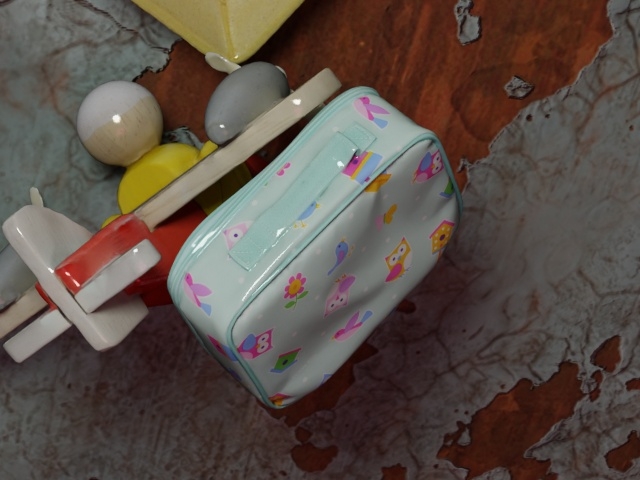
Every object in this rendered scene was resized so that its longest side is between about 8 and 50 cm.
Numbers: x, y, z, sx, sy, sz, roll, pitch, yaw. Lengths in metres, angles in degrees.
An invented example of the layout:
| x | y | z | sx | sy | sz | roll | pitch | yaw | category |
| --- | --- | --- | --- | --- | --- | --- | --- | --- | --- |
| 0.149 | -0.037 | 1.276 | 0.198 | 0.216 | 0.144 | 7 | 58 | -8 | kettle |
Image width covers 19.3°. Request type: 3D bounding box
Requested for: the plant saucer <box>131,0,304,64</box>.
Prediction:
| x | y | z | sx | sy | sz | roll | pitch | yaw | category |
| --- | --- | --- | --- | --- | --- | --- | --- | --- | --- |
| -0.096 | -0.371 | 1.714 | 0.333 | 0.081 | 0.333 | 34 | 109 | -32 | plant saucer |

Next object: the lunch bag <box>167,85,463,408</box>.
| x | y | z | sx | sy | sz | roll | pitch | yaw | category |
| --- | --- | --- | --- | --- | --- | --- | --- | --- | --- |
| 0.000 | 0.000 | 1.681 | 0.279 | 0.108 | 0.224 | -46 | 149 | -10 | lunch bag |

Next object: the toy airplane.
| x | y | z | sx | sy | sz | roll | pitch | yaw | category |
| --- | --- | --- | --- | --- | --- | --- | --- | --- | --- |
| -0.174 | -0.029 | 1.803 | 0.386 | 0.272 | 0.384 | -23 | 167 | -12 | toy airplane |
